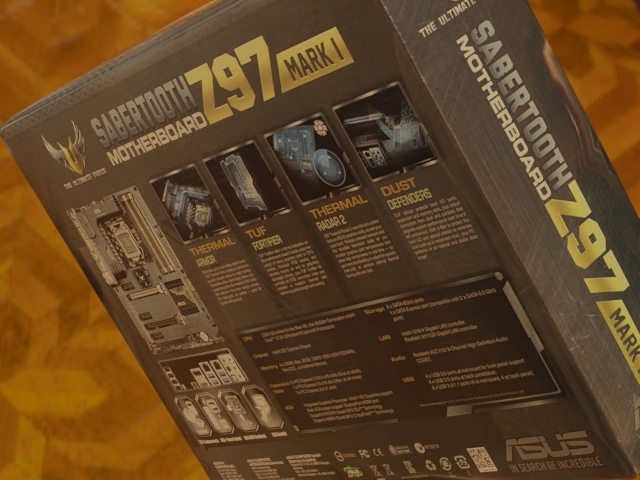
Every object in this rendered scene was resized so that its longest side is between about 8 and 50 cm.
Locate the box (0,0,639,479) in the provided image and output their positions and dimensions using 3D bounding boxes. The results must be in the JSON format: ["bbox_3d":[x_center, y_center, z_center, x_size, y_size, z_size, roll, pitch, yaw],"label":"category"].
[{"bbox_3d":[0.000,0.000,0.529,0.059,0.232,0.183,-39,103,-37],"label":"box"}]
